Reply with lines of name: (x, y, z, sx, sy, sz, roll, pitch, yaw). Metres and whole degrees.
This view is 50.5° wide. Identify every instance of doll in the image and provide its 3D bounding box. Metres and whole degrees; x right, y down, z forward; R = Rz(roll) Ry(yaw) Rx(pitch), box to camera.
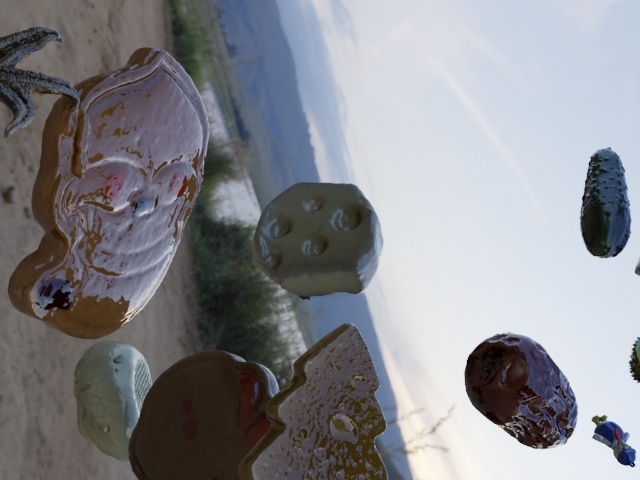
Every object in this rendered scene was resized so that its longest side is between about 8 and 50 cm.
doll: (0.663, 0.453, 1.528, 0.143, 0.098, 0.058, -109, -154, -56)

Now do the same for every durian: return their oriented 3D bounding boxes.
durian: (0.801, 0.287, 1.644, 0.100, 0.215, 0.086, 20, -52, 28)

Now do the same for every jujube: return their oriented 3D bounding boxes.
jujube: (0.345, 0.261, 1.156, 0.230, 0.155, 0.155, 48, 10, -30)

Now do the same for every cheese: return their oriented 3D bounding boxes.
cheese: (0.000, 0.000, 1.627, 0.326, 0.318, 0.115, 46, -16, 37)

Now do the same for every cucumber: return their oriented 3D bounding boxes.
cucumber: (0.393, -0.059, 0.938, 0.227, 0.069, 0.069, -67, 151, -43)

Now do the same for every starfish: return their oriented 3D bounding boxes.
starfish: (-0.399, -0.205, 0.804, 0.213, 0.238, 0.057, 48, -49, 13)

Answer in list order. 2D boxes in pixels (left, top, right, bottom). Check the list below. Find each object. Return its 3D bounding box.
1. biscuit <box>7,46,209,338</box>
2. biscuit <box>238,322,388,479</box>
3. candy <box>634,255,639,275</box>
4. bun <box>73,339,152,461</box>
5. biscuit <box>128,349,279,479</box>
biscuit: (-0.297, -0.066, 1.048, 0.349, 0.078, 0.456, -11, 118, -71)
biscuit: (0.007, 0.215, 0.805, 0.041, 0.212, 0.239, -3, -109, 54)
candy: (0.695, 0.049, 1.300, 0.160, 0.092, 0.073, 25, -29, 24)
bun: (-0.455, 0.344, 1.482, 0.259, 0.159, 0.260, -9, 90, -90)
biscuit: (-0.189, 0.381, 1.183, 0.074, 0.358, 0.381, 26, 39, -51)
